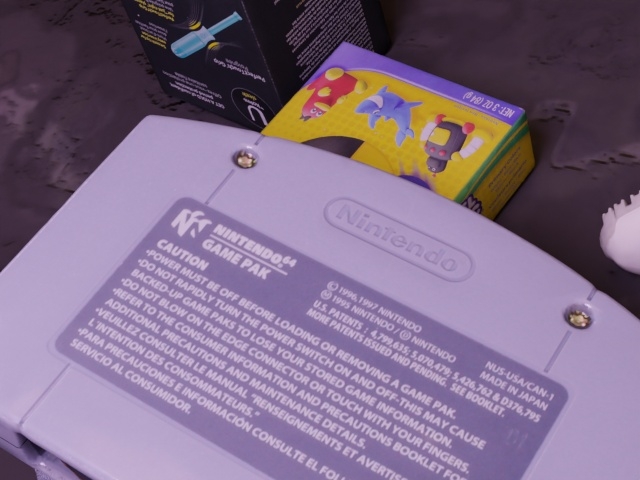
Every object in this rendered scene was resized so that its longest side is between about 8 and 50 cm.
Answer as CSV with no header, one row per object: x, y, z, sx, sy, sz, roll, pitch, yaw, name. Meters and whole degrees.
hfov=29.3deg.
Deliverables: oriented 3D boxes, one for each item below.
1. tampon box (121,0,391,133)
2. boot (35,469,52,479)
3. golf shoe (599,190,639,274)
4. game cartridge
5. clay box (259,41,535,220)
-0.047,-0.157,0.720,0.120,0.161,0.101,26,64,32,tampon box
-0.078,0.161,0.538,0.190,0.069,0.086,25,61,31,boot
0.215,0.016,0.561,0.176,0.069,0.086,1,59,21,golf shoe
0.002,0.059,0.536,0.297,0.062,0.198,27,56,21,game cartridge
0.000,0.000,0.651,0.127,0.053,0.222,26,64,32,clay box
